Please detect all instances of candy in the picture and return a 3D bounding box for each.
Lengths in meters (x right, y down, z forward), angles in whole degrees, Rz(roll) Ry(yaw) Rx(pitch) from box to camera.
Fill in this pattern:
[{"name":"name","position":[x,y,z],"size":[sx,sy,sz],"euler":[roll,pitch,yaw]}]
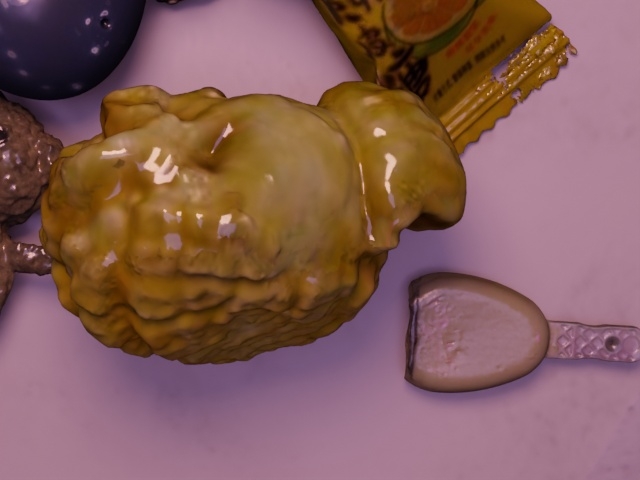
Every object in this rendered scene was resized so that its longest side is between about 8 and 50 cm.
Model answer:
[{"name":"candy","position":[0.052,-0.188,0.908],"size":[0.187,0.081,0.297],"euler":[-41,119,-4]}]

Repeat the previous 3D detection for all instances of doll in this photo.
[{"name":"doll","position":[-0.284,0.031,0.938],"size":[0.202,0.091,0.286],"euler":[41,103,6]}]

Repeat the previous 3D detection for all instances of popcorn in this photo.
[{"name":"popcorn","position":[-0.055,-0.006,0.874],"size":[0.285,0.225,0.174],"euler":[-9,64,-21]}]

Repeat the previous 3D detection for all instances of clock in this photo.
[{"name":"clock","position":[-0.176,-0.217,0.886],"size":[0.199,0.146,0.243],"euler":[41,85,-10]}]

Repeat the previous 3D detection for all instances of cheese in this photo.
[{"name":"cheese","position":[0.161,0.078,0.979],"size":[0.192,0.037,0.097],"euler":[4,96,-2]}]
